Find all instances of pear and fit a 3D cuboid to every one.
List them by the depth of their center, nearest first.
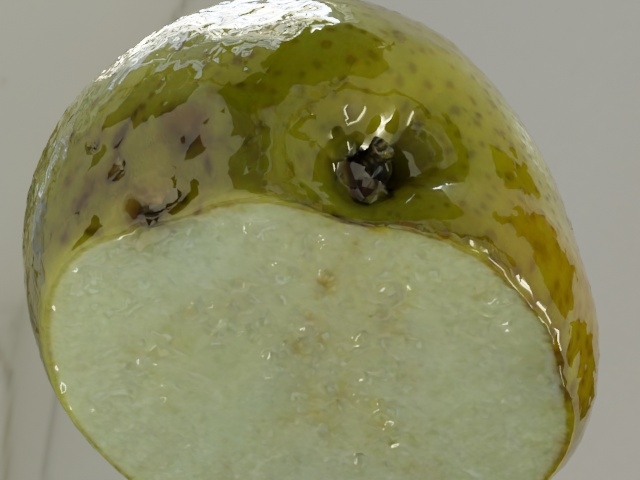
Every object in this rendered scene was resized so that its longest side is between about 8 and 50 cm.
[{"bbox_3d":[0.000,0.000,0.472,0.141,0.141,0.104,126,-17,-47],"label":"pear"}]
